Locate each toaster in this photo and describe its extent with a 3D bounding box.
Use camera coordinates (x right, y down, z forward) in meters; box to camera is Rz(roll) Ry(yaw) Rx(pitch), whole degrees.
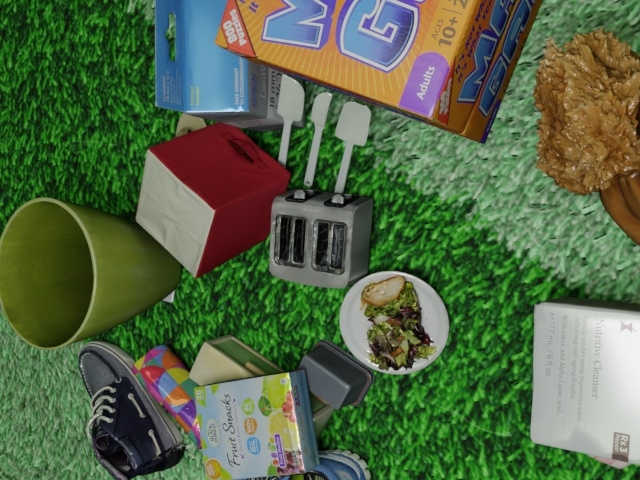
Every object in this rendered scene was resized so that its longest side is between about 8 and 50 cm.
[{"bbox_3d":[0.000,0.000,1.233,0.168,0.110,0.185,9,103,23],"label":"toaster"}]

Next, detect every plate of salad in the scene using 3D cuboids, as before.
[{"bbox_3d":[0.129,0.153,1.204,0.200,0.048,0.199,3,105,13],"label":"plate of salad"}]

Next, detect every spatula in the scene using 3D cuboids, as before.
[{"bbox_3d":[-0.005,-0.169,1.196,0.168,0.019,0.242,20,139,6],"label":"spatula"}]

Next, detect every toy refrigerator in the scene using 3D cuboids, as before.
[{"bbox_3d":[-0.114,0.290,1.309,0.270,0.102,0.094,31,104,21],"label":"toy refrigerator"}]

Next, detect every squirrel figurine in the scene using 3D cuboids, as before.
[{"bbox_3d":[0.453,-0.115,0.889,0.397,0.370,0.281,25,102,22],"label":"squirrel figurine"}]

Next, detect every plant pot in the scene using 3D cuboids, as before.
[{"bbox_3d":[-0.424,0.057,1.328,0.275,0.293,0.274,1,92,31],"label":"plant pot"}]

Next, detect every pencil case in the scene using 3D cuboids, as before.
[{"bbox_3d":[-0.289,0.320,1.395,0.236,0.104,0.104,44,108,19],"label":"pencil case"}]

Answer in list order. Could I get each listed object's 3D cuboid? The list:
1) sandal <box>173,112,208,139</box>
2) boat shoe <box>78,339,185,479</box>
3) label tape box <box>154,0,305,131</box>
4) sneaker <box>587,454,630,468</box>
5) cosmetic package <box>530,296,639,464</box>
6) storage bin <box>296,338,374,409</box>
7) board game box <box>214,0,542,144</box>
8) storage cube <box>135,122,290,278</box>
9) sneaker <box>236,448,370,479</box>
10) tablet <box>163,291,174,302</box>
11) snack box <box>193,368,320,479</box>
[{"bbox_3d":[-0.285,-0.154,1.381,0.088,0.079,0.240,5,94,24],"label":"sandal"},{"bbox_3d":[-0.441,0.357,1.428,0.340,0.158,0.127,44,108,16],"label":"boat shoe"},{"bbox_3d":[-0.142,-0.328,1.170,0.106,0.334,0.240,0,92,24],"label":"label tape box"},{"bbox_3d":[0.488,0.303,1.068,0.070,0.051,0.134,29,102,13],"label":"sneaker"},{"bbox_3d":[0.506,0.202,0.931,0.385,0.156,0.217,2,91,33],"label":"cosmetic package"},{"bbox_3d":[0.015,0.261,1.256,0.135,0.091,0.098,32,105,21],"label":"storage bin"},{"bbox_3d":[0.124,-0.387,1.037,0.357,0.356,0.356,24,102,21],"label":"board game box"},{"bbox_3d":[-0.204,-0.078,1.252,0.184,0.193,0.215,42,134,17],"label":"storage cube"},{"bbox_3d":[-0.079,0.452,1.275,0.330,0.147,0.129,-4,90,25],"label":"sneaker"},{"bbox_3d":[-0.336,0.089,1.454,0.054,0.006,0.083,12,96,24],"label":"tablet"},{"bbox_3d":[-0.118,0.335,1.212,0.207,0.070,0.174,-15,80,25],"label":"snack box"}]
